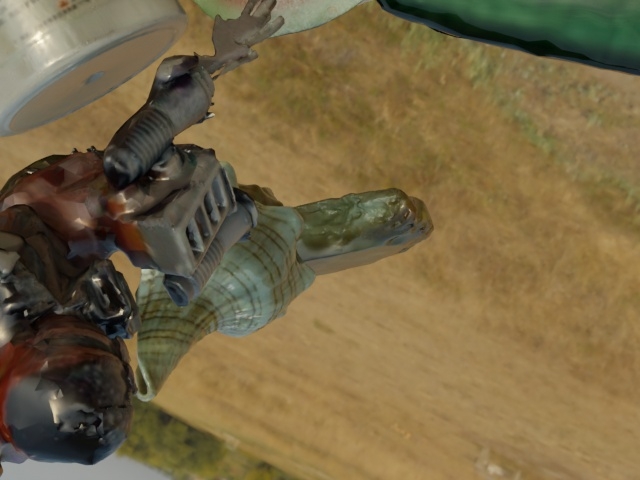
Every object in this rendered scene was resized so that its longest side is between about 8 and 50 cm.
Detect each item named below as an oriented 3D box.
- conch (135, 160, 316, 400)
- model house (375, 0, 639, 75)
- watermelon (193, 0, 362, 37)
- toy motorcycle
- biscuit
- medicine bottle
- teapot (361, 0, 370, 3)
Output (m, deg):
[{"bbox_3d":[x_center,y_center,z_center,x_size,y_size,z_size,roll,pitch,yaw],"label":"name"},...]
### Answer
[{"bbox_3d":[-0.093,0.019,1.006,0.386,0.169,0.203,-90,-17,-69],"label":"conch"},{"bbox_3d":[0.174,-0.221,0.314,0.298,0.284,0.243,9,142,6],"label":"model house"},{"bbox_3d":[-0.037,-0.307,0.861,0.260,0.256,0.176,20,161,49],"label":"watermelon"},{"bbox_3d":[-0.129,0.003,0.533,0.207,0.401,0.134,7,131,34],"label":"toy motorcycle"},{"bbox_3d":[0.000,0.000,1.283,0.329,0.078,0.335,-3,169,-32],"label":"biscuit"},{"bbox_3d":[-0.286,-0.257,0.975,0.232,0.238,0.238,58,161,-4],"label":"medicine bottle"},{"bbox_3d":[0.013,-0.419,1.362,0.298,0.204,0.139,7,133,-7],"label":"teapot"}]
